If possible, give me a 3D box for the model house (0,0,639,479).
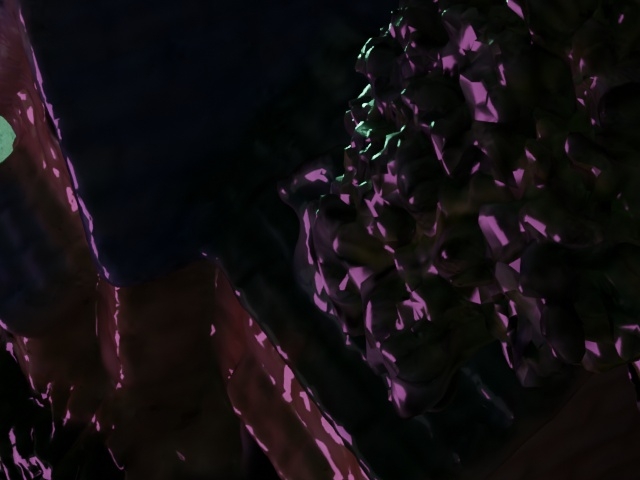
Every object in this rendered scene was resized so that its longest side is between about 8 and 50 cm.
[{"bbox_3d":[0.000,0.000,0.773,0.445,0.395,0.400,52,148,39],"label":"model house"}]

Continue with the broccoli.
[{"bbox_3d":[0.110,0.023,0.414,0.275,0.177,0.198,57,-176,-24],"label":"broccoli"}]
